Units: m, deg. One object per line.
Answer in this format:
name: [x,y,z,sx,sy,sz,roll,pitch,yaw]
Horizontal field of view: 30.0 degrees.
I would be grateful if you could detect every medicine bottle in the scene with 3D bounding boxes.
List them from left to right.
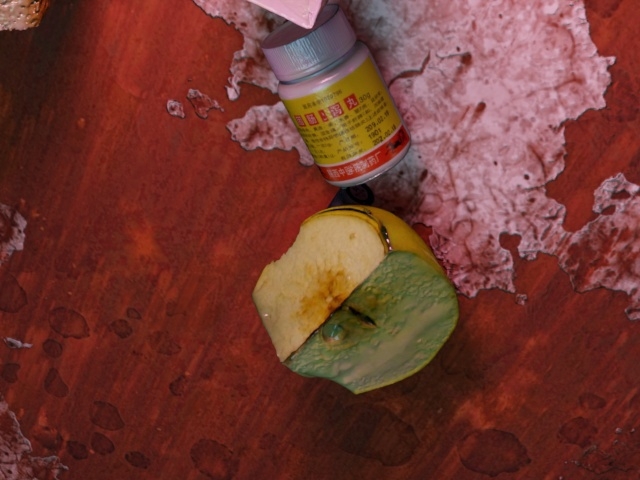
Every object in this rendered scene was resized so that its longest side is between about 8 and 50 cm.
medicine bottle: [0.022,-0.198,1.645,0.139,0.139,0.225,-16,116,27]

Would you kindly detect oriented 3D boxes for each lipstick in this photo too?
lipstick: [0.000,0.000,1.839,0.053,0.053,0.234,34,127,-6]

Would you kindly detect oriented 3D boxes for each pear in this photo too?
pear: [0.075,0.085,1.785,0.282,0.176,0.286,24,116,-40]

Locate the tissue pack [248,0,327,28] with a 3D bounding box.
tissue pack: [-0.049,-0.385,1.490,0.185,0.225,0.124,24,126,1]

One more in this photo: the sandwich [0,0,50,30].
sandwich: [-0.458,-0.390,1.557,0.262,0.325,0.131,7,135,13]
